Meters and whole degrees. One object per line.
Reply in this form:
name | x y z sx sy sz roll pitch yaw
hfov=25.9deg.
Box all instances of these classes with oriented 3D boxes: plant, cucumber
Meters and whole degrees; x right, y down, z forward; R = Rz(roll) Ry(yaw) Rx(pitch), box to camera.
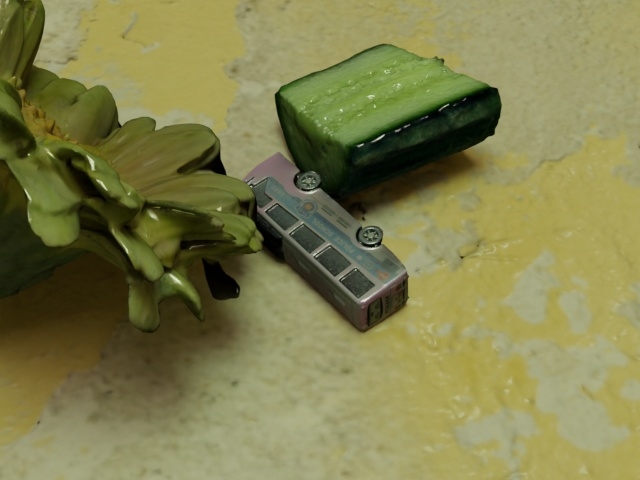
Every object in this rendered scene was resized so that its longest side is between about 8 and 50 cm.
plant | -0.163 -0.015 0.802 0.261 0.306 0.297 12 87 -2
cucumber | 0.042 -0.076 0.917 0.115 0.062 0.116 -22 33 -19

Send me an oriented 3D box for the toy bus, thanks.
toy bus | 0.000 0.000 0.871 0.052 0.037 0.130 -36 59 -20
